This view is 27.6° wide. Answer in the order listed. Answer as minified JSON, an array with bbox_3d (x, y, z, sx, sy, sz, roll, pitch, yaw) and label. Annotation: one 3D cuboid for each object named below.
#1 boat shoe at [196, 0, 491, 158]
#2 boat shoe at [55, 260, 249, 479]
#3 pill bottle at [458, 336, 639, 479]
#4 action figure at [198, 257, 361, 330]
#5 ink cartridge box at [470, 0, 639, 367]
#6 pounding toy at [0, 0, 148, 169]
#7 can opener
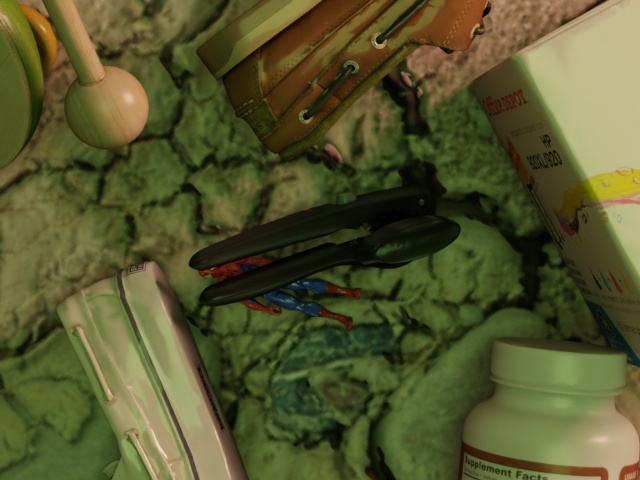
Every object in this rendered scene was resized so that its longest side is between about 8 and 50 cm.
[{"bbox_3d":[0.068,-0.174,0.888,0.307,0.111,0.104,-34,97,8],"label":"boat shoe"},{"bbox_3d":[-0.105,0.151,0.888,0.088,0.096,0.267,-21,92,2],"label":"boat shoe"},{"bbox_3d":[0.153,0.178,0.890,0.121,0.121,0.216,5,91,-4],"label":"pill bottle"},{"bbox_3d":[-0.030,0.034,0.922,0.115,0.030,0.038,14,96,-2],"label":"action figure"},{"bbox_3d":[0.234,-0.052,0.862,0.168,0.171,0.232,-29,93,-2],"label":"ink cartridge box"},{"bbox_3d":[-0.219,-0.147,0.857,0.237,0.110,0.183,1,127,31],"label":"pounding toy"},{"bbox_3d":[0.000,0.000,0.887,0.186,0.073,0.059,-12,85,-16],"label":"can opener"}]
